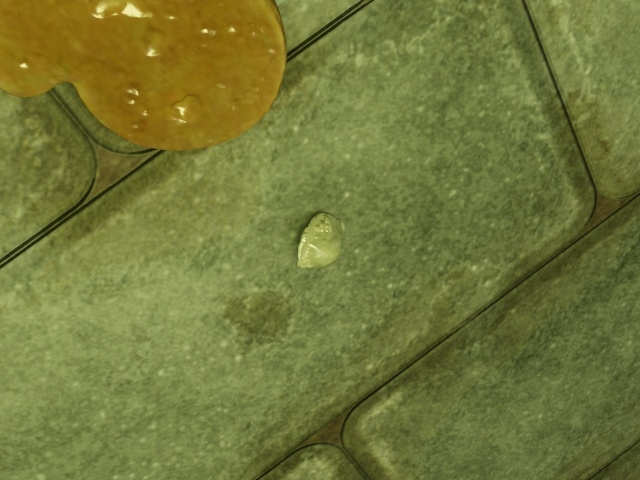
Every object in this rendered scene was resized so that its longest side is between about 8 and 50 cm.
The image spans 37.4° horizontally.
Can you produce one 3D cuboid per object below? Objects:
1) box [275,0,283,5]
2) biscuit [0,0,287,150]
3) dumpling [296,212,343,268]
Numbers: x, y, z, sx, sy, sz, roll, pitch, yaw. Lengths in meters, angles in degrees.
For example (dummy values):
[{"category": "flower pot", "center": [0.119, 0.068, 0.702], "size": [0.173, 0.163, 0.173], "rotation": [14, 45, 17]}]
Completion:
[{"category": "box", "center": [-0.025, -0.341, 0.905], "size": [0.243, 0.067, 0.155], "rotation": [-40, 129, 1]}, {"category": "biscuit", "center": [-0.186, -0.220, 0.870], "size": [0.355, 0.052, 0.275], "rotation": [32, 120, -31]}, {"category": "dumpling", "center": [0.002, 0.001, 1.131], "size": [0.076, 0.052, 0.057], "rotation": [-6, 132, -21]}]
